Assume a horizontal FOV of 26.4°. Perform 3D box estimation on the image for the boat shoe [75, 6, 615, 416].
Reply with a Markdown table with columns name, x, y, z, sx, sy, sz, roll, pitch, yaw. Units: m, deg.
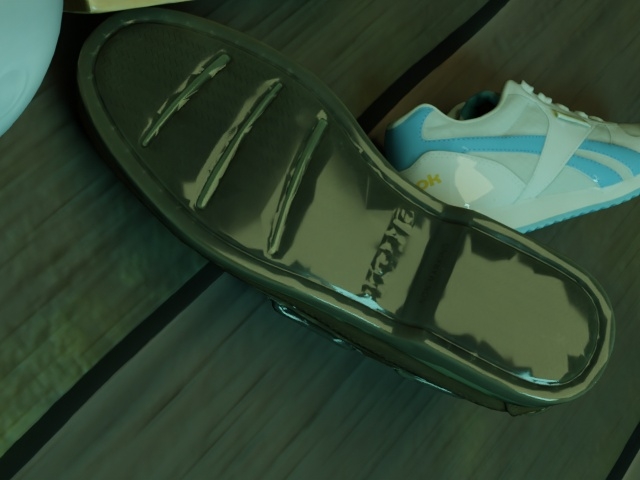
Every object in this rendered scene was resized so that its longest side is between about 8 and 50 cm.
| name | x | y | z | sx | sy | sz | roll | pitch | yaw |
| --- | --- | --- | --- | --- | --- | --- | --- | --- | --- |
| boat shoe | 0.000 | 0.000 | 0.714 | 0.307 | 0.104 | 0.111 | 36 | 71 | -3 |

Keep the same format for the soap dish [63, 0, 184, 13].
| name | x | y | z | sx | sy | sz | roll | pitch | yaw |
| --- | --- | --- | --- | --- | --- | --- | --- | --- | --- |
| soap dish | -0.080 | -0.260 | 0.710 | 0.229 | 0.118 | 0.291 | -18 | 89 | -40 |

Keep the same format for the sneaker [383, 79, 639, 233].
| name | x | y | z | sx | sy | sz | roll | pitch | yaw |
| --- | --- | --- | --- | --- | --- | --- | --- | --- | --- |
| sneaker | 0.136 | -0.054 | 0.845 | 0.228 | 0.087 | 0.092 | -15 | 85 | -42 |

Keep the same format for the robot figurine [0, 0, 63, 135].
| name | x | y | z | sx | sy | sz | roll | pitch | yaw |
| --- | --- | --- | --- | --- | --- | --- | --- | --- | --- |
| robot figurine | -0.205 | -0.160 | 0.501 | 0.300 | 0.199 | 0.354 | -66 | 152 | -74 |
